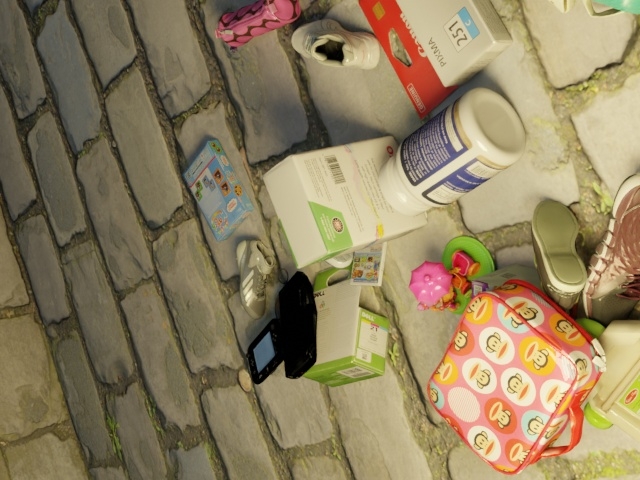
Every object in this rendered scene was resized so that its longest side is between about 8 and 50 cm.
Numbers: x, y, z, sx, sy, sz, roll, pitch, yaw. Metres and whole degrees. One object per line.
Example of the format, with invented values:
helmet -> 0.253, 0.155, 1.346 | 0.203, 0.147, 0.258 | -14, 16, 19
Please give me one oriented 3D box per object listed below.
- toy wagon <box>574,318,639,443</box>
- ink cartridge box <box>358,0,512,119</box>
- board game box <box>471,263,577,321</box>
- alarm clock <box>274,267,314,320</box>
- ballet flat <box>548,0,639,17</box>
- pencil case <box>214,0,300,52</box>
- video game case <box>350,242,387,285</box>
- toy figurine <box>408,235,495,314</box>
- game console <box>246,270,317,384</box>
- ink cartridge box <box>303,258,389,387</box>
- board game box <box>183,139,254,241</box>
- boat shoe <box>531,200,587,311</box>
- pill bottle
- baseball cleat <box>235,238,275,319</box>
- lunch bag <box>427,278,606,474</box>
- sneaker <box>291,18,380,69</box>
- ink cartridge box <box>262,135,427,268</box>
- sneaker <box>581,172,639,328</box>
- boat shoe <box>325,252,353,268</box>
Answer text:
toy wagon -> 0.523, 0.224, 1.408 | 0.344, 0.068, 0.267 | 37, 139, 19
ink cartridge box -> 0.190, -0.417, 1.650 | 0.261, 0.066, 0.296 | -40, 72, 44
board game box -> 0.365, 0.201, 1.581 | 0.142, 0.144, 0.275 | 15, 113, 43
alarm clock -> -0.062, 0.155, 2.091 | 0.129, 0.064, 0.192 | -38, 70, 46
ballet flat -> 0.418, -0.404, 1.401 | 0.247, 0.083, 0.087 | 25, 133, 42
pencil case -> -0.144, -0.499, 1.960 | 0.209, 0.098, 0.095 | -13, 92, 47
video game case -> 0.105, 0.037, 1.876 | 0.087, 0.011, 0.122 | -1, 76, 47
toy figurine -> 0.231, 0.088, 1.680 | 0.130, 0.159, 0.173 | 41, 129, 32
game console -> -0.094, 0.240, 2.016 | 0.361, 0.044, 0.213 | 129, 142, -50
ink cartridge box -> 0.062, 0.181, 1.950 | 0.188, 0.097, 0.255 | -23, 50, 48
board game box -> -0.265, -0.126, 2.241 | 0.160, 0.039, 0.212 | -43, 69, 45
boat shoe -> 0.398, 0.021, 1.478 | 0.081, 0.228, 0.069 | 4, 131, 3
pill bottle -> 0.235, -0.154, 1.611 | 0.264, 0.153, 0.153 | -34, 76, 46
baseball cleat -> -0.156, 0.098, 2.166 | 0.109, 0.072, 0.206 | -5, 101, 41
lunch bag -> 0.326, 0.238, 1.435 | 0.258, 0.120, 0.293 | 44, 132, 28
sneaker -> 0.008, -0.409, 1.808 | 0.232, 0.115, 0.090 | 21, 116, 42
ink cartridge box -> 0.053, -0.081, 1.737 | 0.117, 0.278, 0.201 | -29, 79, 50
sneaker -> 0.516, 0.046, 1.373 | 0.162, 0.106, 0.281 | 43, 132, 55
boat shoe -> 0.000, 0.000, 1.976 | 0.226, 0.083, 0.076 | 53, 145, 39
